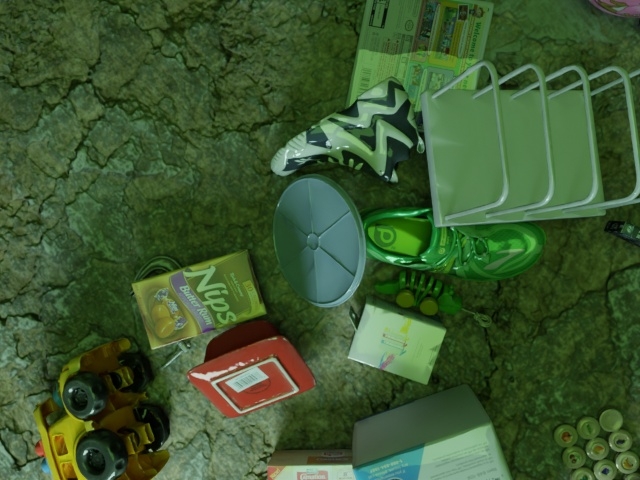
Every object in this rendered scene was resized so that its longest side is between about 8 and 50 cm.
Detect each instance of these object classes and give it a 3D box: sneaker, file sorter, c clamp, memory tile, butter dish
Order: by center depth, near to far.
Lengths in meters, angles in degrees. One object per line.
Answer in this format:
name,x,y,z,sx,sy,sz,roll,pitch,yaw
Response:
file sorter,0.306,-0.130,0.840,0.278,0.173,0.192,-4,86,-18
sneaker,0.187,0.008,0.934,0.296,0.123,0.109,3,93,3
sneaker,0.050,-0.124,0.950,0.235,0.094,0.153,-31,98,12
butter dish,-0.108,0.180,0.974,0.160,0.118,0.159,-22,135,6
memory tile,0.442,0.345,0.989,0.113,0.012,0.147,-22,91,5
c clamp,-0.253,0.111,1.021,0.137,0.022,0.160,-36,91,5

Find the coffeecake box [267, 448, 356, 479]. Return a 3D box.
coffeecake box,-0.005,0.433,0.997,0.143,0.068,0.185,-3,92,5

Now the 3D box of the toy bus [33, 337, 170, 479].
toy bus,-0.372,0.287,0.991,0.212,0.149,0.220,-18,89,21

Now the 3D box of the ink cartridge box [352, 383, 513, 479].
ink cartridge box,0.184,0.389,0.916,0.198,0.197,0.269,-20,91,4

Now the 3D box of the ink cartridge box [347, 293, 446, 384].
ink cartridge box,0.106,0.146,0.963,0.143,0.092,0.089,18,95,4

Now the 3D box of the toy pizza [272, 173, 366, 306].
toy pizza,0.000,0.000,0.944,0.201,0.032,0.201,13,108,46

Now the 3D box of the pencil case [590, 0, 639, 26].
pencil case,0.498,-0.509,0.870,0.167,0.160,0.385,15,94,-21

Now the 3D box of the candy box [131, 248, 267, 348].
candy box,-0.188,0.089,0.988,0.187,0.053,0.109,-17,91,-5

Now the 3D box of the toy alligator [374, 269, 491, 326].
toy alligator,0.179,0.081,0.963,0.190,0.056,0.051,17,124,4

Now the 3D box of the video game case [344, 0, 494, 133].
video game case,0.151,-0.277,0.972,0.194,0.023,0.212,11,93,3

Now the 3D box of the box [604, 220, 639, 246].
box,0.479,-0.004,0.941,0.083,0.067,0.018,25,94,3
